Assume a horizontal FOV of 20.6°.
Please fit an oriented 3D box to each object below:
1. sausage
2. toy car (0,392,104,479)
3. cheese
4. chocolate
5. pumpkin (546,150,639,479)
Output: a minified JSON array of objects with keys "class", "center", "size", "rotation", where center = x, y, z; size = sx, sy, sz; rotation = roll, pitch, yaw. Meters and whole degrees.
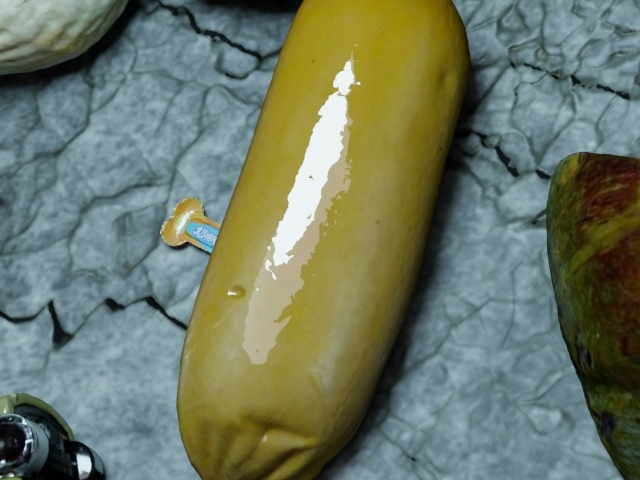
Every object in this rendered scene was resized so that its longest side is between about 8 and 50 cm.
[{"class":"sausage","center":[0.001,0.000,1.140],"size":[0.134,0.116,0.354],"rotation":[19,77,-13]},{"class":"toy car","center":[-0.203,0.231,1.121],"size":[0.124,0.101,0.256],"rotation":[-17,67,14]},{"class":"cheese","center":[-0.060,0.005,1.211],"size":[0.111,0.017,0.047],"rotation":[26,76,25]},{"class":"chocolate","center":[-0.269,-0.170,1.286],"size":[0.309,0.134,0.134],"rotation":[-20,65,11]},{"class":"pumpkin","center":[0.226,0.068,1.028],"size":[0.312,0.148,0.169],"rotation":[25,75,28]}]
